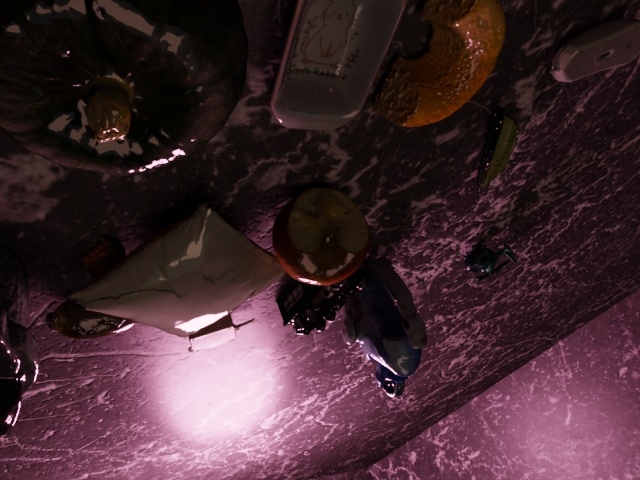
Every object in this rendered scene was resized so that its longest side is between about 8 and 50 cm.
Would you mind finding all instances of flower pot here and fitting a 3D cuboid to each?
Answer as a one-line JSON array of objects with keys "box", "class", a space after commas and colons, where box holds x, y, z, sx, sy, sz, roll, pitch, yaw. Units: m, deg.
[{"box": [-0.562, 0.149, 0.689, 0.299, 0.283, 0.299, -15, 143, -11], "class": "flower pot"}]

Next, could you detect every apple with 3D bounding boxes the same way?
[{"box": [0.000, 0.000, 0.917, 0.195, 0.173, 0.160, -5, 138, -19], "class": "apple"}]

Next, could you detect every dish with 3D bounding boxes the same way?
[{"box": [0.007, -0.264, 0.681, 0.154, 0.064, 0.234, -3, 138, -27], "class": "dish"}]

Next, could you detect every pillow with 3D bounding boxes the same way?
[{"box": [-0.246, 0.076, 0.912, 0.312, 0.119, 0.310, -35, 149, 8], "class": "pillow"}]

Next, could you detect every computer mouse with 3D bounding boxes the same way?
[{"box": [0.499, -0.348, 0.866, 0.181, 0.056, 0.089, -20, 139, 6], "class": "computer mouse"}]

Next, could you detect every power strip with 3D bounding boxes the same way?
[{"box": [-0.244, 0.221, 1.164, 0.175, 0.042, 0.075, -15, 143, -15], "class": "power strip"}]

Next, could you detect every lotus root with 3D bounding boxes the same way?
[{"box": [-0.436, 0.149, 0.931, 0.179, 0.081, 0.089, -1, 138, -31], "class": "lotus root"}]

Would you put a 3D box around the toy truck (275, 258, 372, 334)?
[{"box": [0.006, 0.115, 1.108, 0.088, 0.121, 0.259, 12, 131, -38], "class": "toy truck"}]

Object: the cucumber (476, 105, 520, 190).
[{"box": [0.373, -0.200, 0.991, 0.070, 0.046, 0.220, -20, 145, -10], "class": "cucumber"}]

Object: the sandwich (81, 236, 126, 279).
[{"box": [-0.391, 0.037, 0.862, 0.101, 0.026, 0.069, -38, 144, 19], "class": "sandwich"}]

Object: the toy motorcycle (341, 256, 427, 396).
[{"box": [0.135, 0.193, 1.115, 0.182, 0.319, 0.241, -22, 152, 2], "class": "toy motorcycle"}]

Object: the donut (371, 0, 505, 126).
[{"box": [0.207, -0.291, 0.746, 0.152, 0.101, 0.259, -5, 136, -33], "class": "donut"}]

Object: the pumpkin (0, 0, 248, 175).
[{"box": [-0.228, -0.200, 0.504, 0.300, 0.207, 0.300, -10, 145, -7], "class": "pumpkin"}]

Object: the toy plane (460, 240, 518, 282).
[{"box": [0.471, 0.051, 1.322, 0.235, 0.096, 0.060, -18, 150, -40], "class": "toy plane"}]
